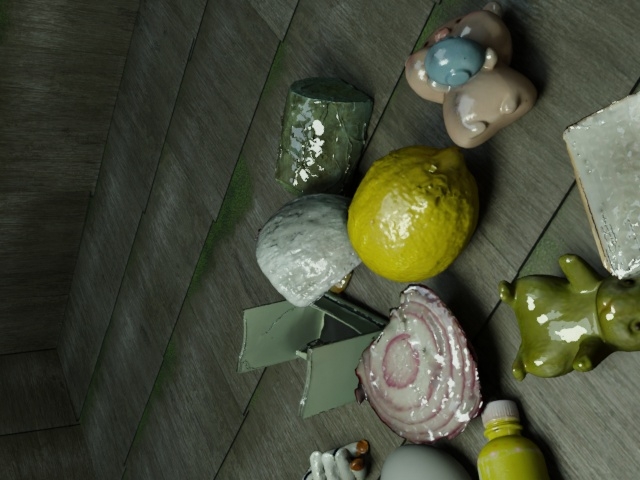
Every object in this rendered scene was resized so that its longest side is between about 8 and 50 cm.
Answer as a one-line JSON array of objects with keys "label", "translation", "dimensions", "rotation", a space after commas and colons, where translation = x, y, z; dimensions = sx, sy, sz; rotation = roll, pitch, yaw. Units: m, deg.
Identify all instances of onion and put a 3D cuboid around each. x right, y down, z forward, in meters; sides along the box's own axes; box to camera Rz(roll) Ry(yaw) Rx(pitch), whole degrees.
[{"label": "onion", "translation": [0.225, 0.267, 1.536], "dimensions": [0.280, 0.146, 0.314], "rotation": [54, 125, 29]}]

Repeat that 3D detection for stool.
[{"label": "stool", "translation": [-0.009, 0.247, 1.722], "dimensions": [0.243, 0.269, 0.170], "rotation": [23, 113, 44]}]

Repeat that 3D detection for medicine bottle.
[{"label": "medicine bottle", "translation": [0.345, 0.402, 1.379], "dimensions": [0.122, 0.122, 0.212], "rotation": [-46, 40, 46]}]

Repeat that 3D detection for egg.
[{"label": "egg", "translation": [0.224, 0.512, 1.507], "dimensions": [0.232, 0.176, 0.176], "rotation": [37, 121, 38]}]

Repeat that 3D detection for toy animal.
[{"label": "toy animal", "translation": [0.447, 0.107, 1.169], "dimensions": [0.363, 0.180, 0.181], "rotation": [-25, 66, 51]}, {"label": "toy animal", "translation": [0.284, -0.297, 1.393], "dimensions": [0.210, 0.229, 0.221], "rotation": [-32, 106, 21]}]

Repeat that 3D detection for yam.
[{"label": "yam", "translation": [-0.007, -0.232, 1.803], "dimensions": [0.202, 0.201, 0.271], "rotation": [37, 127, 49]}]

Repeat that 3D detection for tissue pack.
[{"label": "tissue pack", "translation": [0.507, -0.081, 0.969], "dimensions": [0.238, 0.305, 0.238], "rotation": [0, 90, 53]}]

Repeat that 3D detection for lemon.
[{"label": "lemon", "translation": [0.183, -0.054, 1.479], "dimensions": [0.245, 0.245, 0.320], "rotation": [60, 137, 34]}]

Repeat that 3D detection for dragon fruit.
[{"label": "dragon fruit", "translation": [-0.002, -0.013, 1.677], "dimensions": [0.221, 0.283, 0.204], "rotation": [-39, 94, 30]}]

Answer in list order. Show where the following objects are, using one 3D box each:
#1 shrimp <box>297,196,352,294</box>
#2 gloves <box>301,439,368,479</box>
[{"label": "shrimp", "translation": [0.001, 0.000, 1.908], "dimensions": [0.154, 0.062, 0.294], "rotation": [-43, 63, 35]}, {"label": "gloves", "translation": [0.043, 0.554, 1.806], "dimensions": [0.218, 0.140, 0.131], "rotation": [-26, 73, 58]}]
